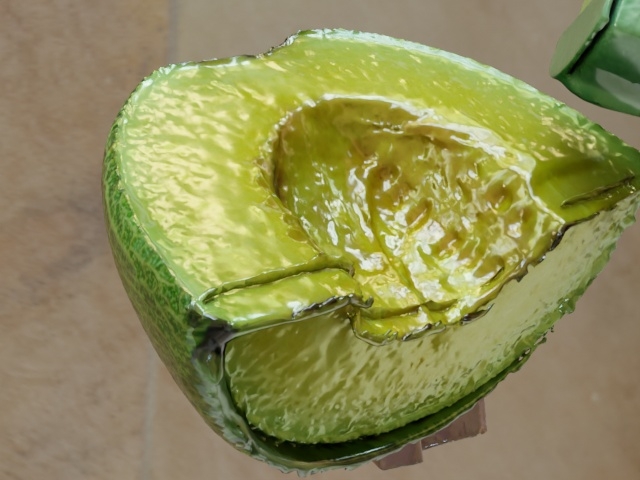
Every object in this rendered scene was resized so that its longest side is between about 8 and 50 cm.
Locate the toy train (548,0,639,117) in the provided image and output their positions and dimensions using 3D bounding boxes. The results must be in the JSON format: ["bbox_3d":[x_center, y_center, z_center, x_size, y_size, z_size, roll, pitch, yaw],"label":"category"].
[{"bbox_3d":[0.257,-0.115,0.725,0.300,0.120,0.202,20,83,-2],"label":"toy train"}]

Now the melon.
[{"bbox_3d":[0.000,0.000,0.752,0.265,0.169,0.129,-18,139,-36],"label":"melon"}]

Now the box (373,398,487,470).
[{"bbox_3d":[0.033,0.023,1.167,0.086,0.215,0.215,-13,106,-15],"label":"box"}]
